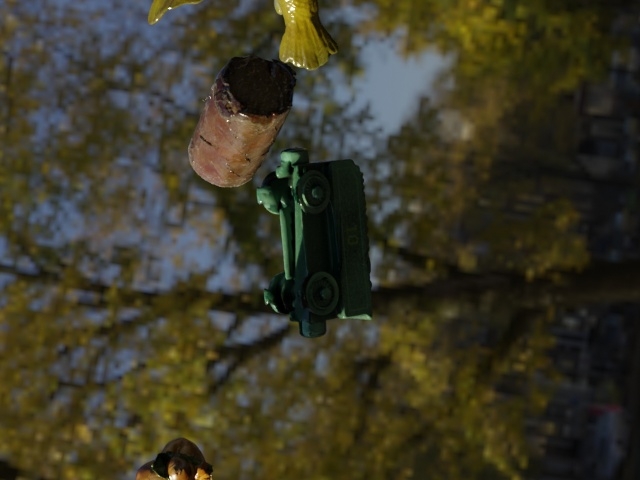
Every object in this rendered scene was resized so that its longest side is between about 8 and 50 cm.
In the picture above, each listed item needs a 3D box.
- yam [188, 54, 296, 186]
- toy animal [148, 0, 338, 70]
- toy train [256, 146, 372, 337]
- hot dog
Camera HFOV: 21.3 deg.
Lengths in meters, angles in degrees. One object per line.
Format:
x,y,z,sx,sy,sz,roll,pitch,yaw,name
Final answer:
-0.074,-0.112,1.593,0.141,0.079,0.079,120,165,-60,yam
-0.032,-0.221,1.375,0.095,0.219,0.155,75,-175,-57,toy animal
0.000,0.000,1.539,0.099,0.070,0.172,-8,-84,-39,toy train
-0.115,0.229,1.444,0.072,0.055,0.188,-45,-26,-21,hot dog
